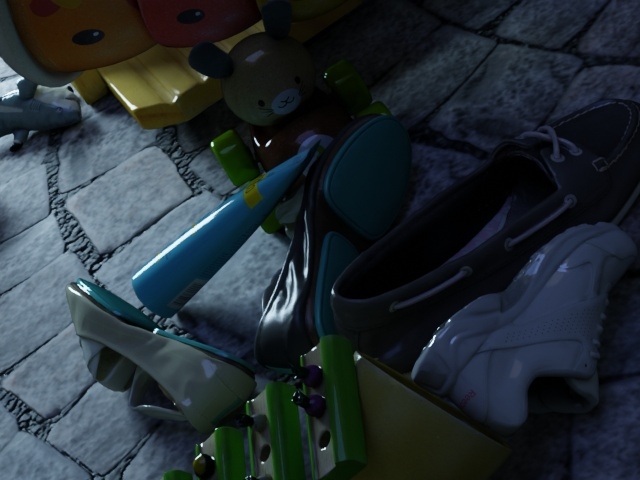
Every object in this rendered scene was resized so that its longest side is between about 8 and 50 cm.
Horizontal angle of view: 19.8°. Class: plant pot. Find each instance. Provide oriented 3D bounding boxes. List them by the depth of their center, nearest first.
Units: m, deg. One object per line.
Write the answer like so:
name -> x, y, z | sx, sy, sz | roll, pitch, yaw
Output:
plant pot -> 0.058, 0.155, 1.322 | 0.134, 0.134, 0.095 | 32, 90, 51

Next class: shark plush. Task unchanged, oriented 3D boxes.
shark plush -> -0.336, -0.129, 1.999 | 0.161, 0.073, 0.067 | -20, 67, 7

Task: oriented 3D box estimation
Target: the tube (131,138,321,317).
tube -> -0.079, -0.013, 1.614 | 0.207, 0.052, 0.080 | -41, 10, 19

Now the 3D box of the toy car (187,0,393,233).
toy car -> -0.037, -0.131, 1.654 | 0.155, 0.188, 0.149 | -33, 45, -2

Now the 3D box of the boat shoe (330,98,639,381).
boat shoe -> 0.145, -0.019, 1.478 | 0.335, 0.095, 0.112 | -42, 37, -15

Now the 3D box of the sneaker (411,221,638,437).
sneaker -> 0.174, 0.074, 1.370 | 0.115, 0.090, 0.232 | 46, 55, 13

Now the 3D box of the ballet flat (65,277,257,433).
ballet flat -> -0.155, 0.102, 1.572 | 0.086, 0.086, 0.248 | -45, 39, -19

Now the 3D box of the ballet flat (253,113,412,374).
ballet flat -> 0.000, 0.000, 1.569 | 0.096, 0.095, 0.280 | -19, 35, 36

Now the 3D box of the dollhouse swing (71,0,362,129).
dollhouse swing -> -0.161, -0.330, 1.930 | 0.347, 0.315, 0.305 | -34, 16, -5

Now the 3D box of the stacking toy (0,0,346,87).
stacking toy -> -0.059, -0.309, 1.668 | 0.480, 0.350, 0.350 | 3, 45, 14

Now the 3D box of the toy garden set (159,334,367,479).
toy garden set -> -0.061, 0.206, 1.303 | 0.244, 0.049, 0.204 | -43, 38, 35
